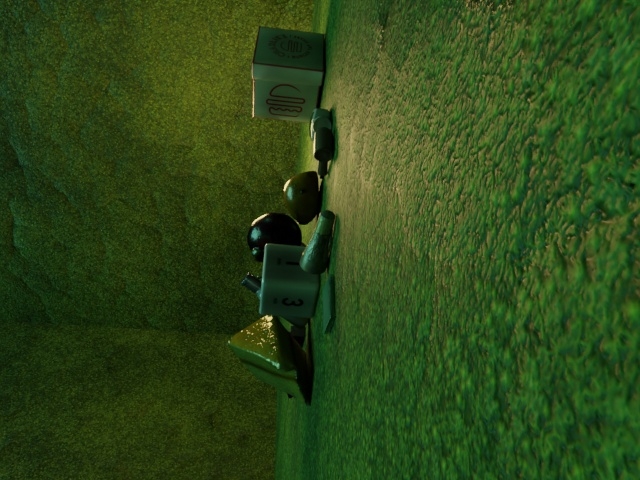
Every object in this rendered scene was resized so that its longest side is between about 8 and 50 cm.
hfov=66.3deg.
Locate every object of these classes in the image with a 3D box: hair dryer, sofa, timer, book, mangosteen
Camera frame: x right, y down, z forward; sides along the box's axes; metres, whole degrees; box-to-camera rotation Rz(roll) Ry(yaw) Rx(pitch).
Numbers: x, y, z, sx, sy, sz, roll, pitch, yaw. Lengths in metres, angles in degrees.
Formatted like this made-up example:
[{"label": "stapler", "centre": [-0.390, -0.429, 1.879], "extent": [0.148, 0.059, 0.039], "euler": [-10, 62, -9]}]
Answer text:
[{"label": "hair dryer", "centre": [0.007, -0.276, 1.636], "extent": [0.181, 0.064, 0.117], "euler": [94, 177, -52]}, {"label": "sofa", "centre": [-0.112, 0.403, 2.053], "extent": [0.147, 0.085, 0.060], "euler": [103, 167, -54]}, {"label": "timer", "centre": [-0.111, 0.144, 1.738], "extent": [0.194, 0.195, 0.192], "euler": [-93, 10, -46]}, {"label": "book", "centre": [0.022, 0.174, 1.322], "extent": [0.103, 0.017, 0.134], "euler": [106, 166, -50]}, {"label": "mangosteen", "centre": [-0.174, -0.001, 1.906], "extent": [0.216, 0.216, 0.215], "euler": [-175, 90, -84]}]

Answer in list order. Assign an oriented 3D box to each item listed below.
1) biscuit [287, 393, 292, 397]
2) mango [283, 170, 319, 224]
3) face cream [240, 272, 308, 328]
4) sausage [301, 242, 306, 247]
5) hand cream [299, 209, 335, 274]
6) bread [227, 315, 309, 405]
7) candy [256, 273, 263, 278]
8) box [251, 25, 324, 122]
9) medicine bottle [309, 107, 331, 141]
[{"label": "biscuit", "centre": [-0.111, 0.565, 2.059], "extent": [0.194, 0.053, 0.194], "euler": [-175, 90, -83]}, {"label": "mango", "centre": [-0.070, -0.149, 1.882], "extent": [0.236, 0.136, 0.166], "euler": [88, 177, -69]}, {"label": "face cream", "centre": [-0.173, 0.227, 1.879], "extent": [0.071, 0.291, 0.144], "euler": [-51, 12, 6]}, {"label": "sausage", "centre": [-0.127, 0.094, 2.357], "extent": [0.270, 0.109, 0.108], "euler": [101, 171, -64]}, {"label": "hand cream", "centre": [0.000, 0.000, 1.441], "extent": [0.084, 0.084, 0.203], "euler": [-96, 19, -58]}, {"label": "bread", "centre": [-0.181, 0.461, 1.750], "extent": [0.233, 0.245, 0.361], "euler": [57, -177, -20]}, {"label": "candy", "centre": [-0.146, 0.107, 1.958], "extent": [0.306, 0.083, 0.091], "euler": [-17, -33, -54]}, {"label": "box", "centre": [-0.150, -0.757, 2.254], "extent": [0.300, 0.313, 0.314], "euler": [100, 173, -52]}, {"label": "medicine bottle", "centre": [-0.001, -0.410, 1.750], "extent": [0.183, 0.070, 0.119], "euler": [-112, 30, -74]}]
